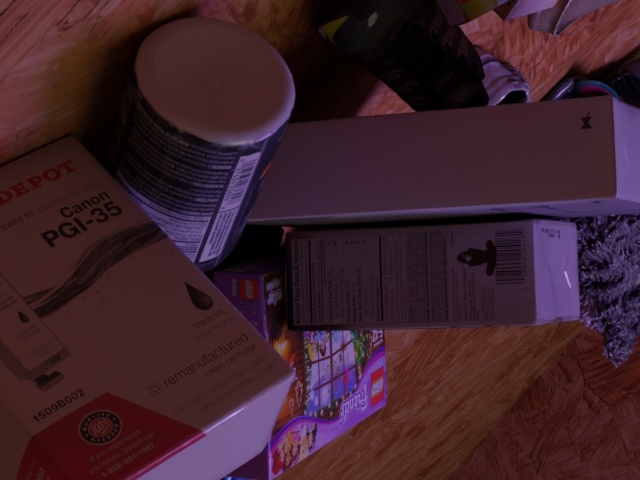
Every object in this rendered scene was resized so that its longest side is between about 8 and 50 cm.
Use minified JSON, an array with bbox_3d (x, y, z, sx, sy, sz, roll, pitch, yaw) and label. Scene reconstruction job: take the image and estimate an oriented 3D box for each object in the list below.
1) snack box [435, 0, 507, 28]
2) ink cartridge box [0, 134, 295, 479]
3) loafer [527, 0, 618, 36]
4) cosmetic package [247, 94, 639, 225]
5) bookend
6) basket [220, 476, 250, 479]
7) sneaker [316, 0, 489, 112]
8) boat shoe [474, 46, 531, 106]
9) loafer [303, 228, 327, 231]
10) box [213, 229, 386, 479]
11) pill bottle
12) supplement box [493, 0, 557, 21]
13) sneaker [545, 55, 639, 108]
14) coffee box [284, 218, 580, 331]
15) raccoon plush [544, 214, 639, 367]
[{"bbox_3d":[0.152,-0.265,1.431,0.141,0.100,0.037,-31,-169,-31],"label":"snack box"},{"bbox_3d":[-0.193,0.079,1.203,0.207,0.283,0.117,-30,155,-35],"label":"ink cartridge box"},{"bbox_3d":[0.343,-0.310,1.754,0.268,0.092,0.102,-40,163,-7],"label":"loafer"},{"bbox_3d":[0.126,-0.065,1.496,0.377,0.097,0.284,-3,176,24],"label":"cosmetic package"},{"bbox_3d":[-0.099,0.006,1.585,0.157,0.072,0.156,-34,161,-27],"label":"bookend"},{"bbox_3d":[-0.187,0.221,1.616,0.289,0.255,0.201,-49,142,-41],"label":"basket"},{"bbox_3d":[0.093,-0.179,1.472,0.111,0.121,0.300,-47,163,11],"label":"sneaker"},{"bbox_3d":[0.205,-0.159,1.843,0.083,0.076,0.226,-46,163,13],"label":"boat shoe"},{"bbox_3d":[0.000,0.000,1.821,0.170,0.062,0.061,-51,155,-6],"label":"loafer"},{"bbox_3d":[-0.014,0.105,1.613,0.293,0.057,0.200,-22,113,-63],"label":"box"},{"bbox_3d":[-0.113,-0.058,1.305,0.130,0.130,0.245,-30,160,-34],"label":"pill bottle"},{"bbox_3d":[0.201,-0.262,1.610,0.098,0.062,0.036,-24,156,-48],"label":"supplement box"},{"bbox_3d":[0.391,-0.180,2.140,0.295,0.124,0.178,-38,172,-10],"label":"sneaker"},{"bbox_3d":[0.106,0.034,1.502,0.247,0.098,0.141,-3,177,26],"label":"coffee box"},{"bbox_3d":[0.442,0.038,2.297,0.216,0.299,0.446,-29,-177,3],"label":"raccoon plush"}]
